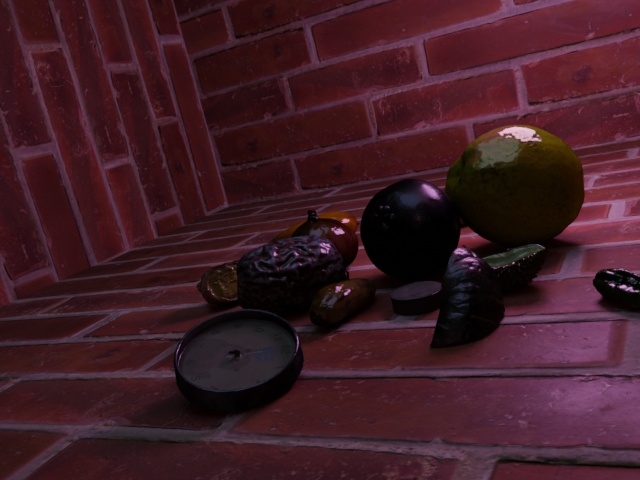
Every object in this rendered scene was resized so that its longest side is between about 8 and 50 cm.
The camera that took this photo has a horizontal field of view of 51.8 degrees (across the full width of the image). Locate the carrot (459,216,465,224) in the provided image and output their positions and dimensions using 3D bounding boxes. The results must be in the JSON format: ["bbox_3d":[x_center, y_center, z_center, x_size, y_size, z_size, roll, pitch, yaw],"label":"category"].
[{"bbox_3d":[0.474,-0.108,2.378,0.302,0.138,0.138,-24,13,-3],"label":"carrot"}]

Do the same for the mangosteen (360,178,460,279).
[{"bbox_3d":[0.263,-0.019,1.896,0.297,0.313,0.296,-12,54,17],"label":"mangosteen"}]

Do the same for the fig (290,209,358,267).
[{"bbox_3d":[0.006,0.016,2.166,0.235,0.214,0.235,-17,-13,-4],"label":"fig"}]

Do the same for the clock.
[{"bbox_3d":[-0.174,0.247,1.408,0.281,0.055,0.280,-4,31,2],"label":"clock"}]

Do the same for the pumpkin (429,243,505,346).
[{"bbox_3d":[0.332,0.107,1.451,0.111,0.162,0.279,-5,16,39],"label":"pumpkin"}]

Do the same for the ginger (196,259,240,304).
[{"bbox_3d":[-0.265,0.126,2.128,0.276,0.130,0.221,-15,1,1],"label":"ginger"}]

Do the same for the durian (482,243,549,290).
[{"bbox_3d":[0.454,0.080,1.620,0.221,0.095,0.137,-10,-23,24],"label":"durian"}]

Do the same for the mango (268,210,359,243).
[{"bbox_3d":[-0.029,-0.012,2.462,0.360,0.143,0.187,-20,0,-3],"label":"mango"}]

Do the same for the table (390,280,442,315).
[{"bbox_3d":[0.245,0.144,1.659,0.134,0.043,0.133,-13,12,3],"label":"table"}]

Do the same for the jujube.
[{"bbox_3d":[-0.086,0.098,1.870,0.317,0.225,0.226,-10,11,-11],"label":"jujube"}]

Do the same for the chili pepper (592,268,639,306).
[{"bbox_3d":[0.630,0.097,1.407,0.072,0.073,0.204,-29,13,-7],"label":"chili pepper"}]

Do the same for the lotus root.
[{"bbox_3d":[0.056,0.152,1.721,0.110,0.097,0.258,-8,9,36],"label":"lotus root"}]

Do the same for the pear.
[{"bbox_3d":[0.550,-0.156,1.910,0.392,0.390,0.391,-13,12,3],"label":"pear"}]
